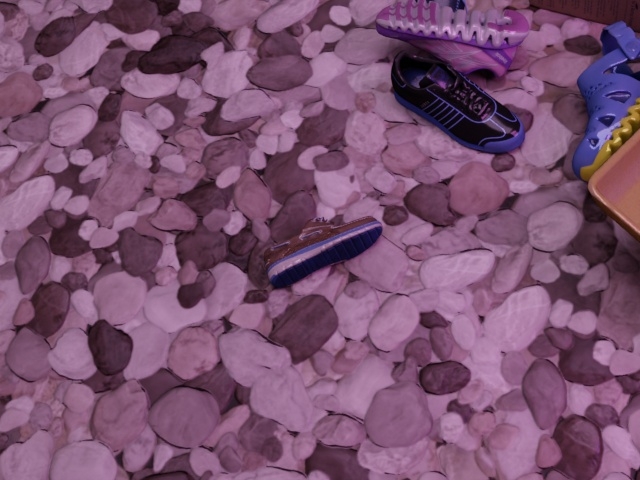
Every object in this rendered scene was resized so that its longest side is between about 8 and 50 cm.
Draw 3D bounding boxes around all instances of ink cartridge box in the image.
[{"bbox_3d":[0.419,-0.436,1.659,0.193,0.234,0.088,18,68,17],"label":"ink cartridge box"}]

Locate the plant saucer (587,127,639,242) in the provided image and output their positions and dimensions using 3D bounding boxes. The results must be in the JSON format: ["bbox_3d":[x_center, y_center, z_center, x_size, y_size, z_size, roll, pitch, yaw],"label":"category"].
[{"bbox_3d":[0.558,-0.041,1.465,0.333,0.081,0.333,43,64,12],"label":"plant saucer"}]

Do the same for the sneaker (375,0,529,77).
[{"bbox_3d":[0.200,-0.307,1.704,0.236,0.104,0.095,9,40,7],"label":"sneaker"}]

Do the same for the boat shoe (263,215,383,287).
[{"bbox_3d":[0.000,0.000,1.605,0.183,0.066,0.066,-23,60,-2],"label":"boat shoe"}]

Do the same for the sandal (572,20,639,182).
[{"bbox_3d":[0.438,-0.212,1.615,0.138,0.126,0.317,23,61,24],"label":"sandal"}]

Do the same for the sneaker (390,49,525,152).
[{"bbox_3d":[0.204,-0.213,1.664,0.232,0.090,0.081,28,71,22],"label":"sneaker"}]

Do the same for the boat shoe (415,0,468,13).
[{"bbox_3d":[0.182,-0.448,1.785,0.109,0.089,0.258,-6,68,4],"label":"boat shoe"}]
